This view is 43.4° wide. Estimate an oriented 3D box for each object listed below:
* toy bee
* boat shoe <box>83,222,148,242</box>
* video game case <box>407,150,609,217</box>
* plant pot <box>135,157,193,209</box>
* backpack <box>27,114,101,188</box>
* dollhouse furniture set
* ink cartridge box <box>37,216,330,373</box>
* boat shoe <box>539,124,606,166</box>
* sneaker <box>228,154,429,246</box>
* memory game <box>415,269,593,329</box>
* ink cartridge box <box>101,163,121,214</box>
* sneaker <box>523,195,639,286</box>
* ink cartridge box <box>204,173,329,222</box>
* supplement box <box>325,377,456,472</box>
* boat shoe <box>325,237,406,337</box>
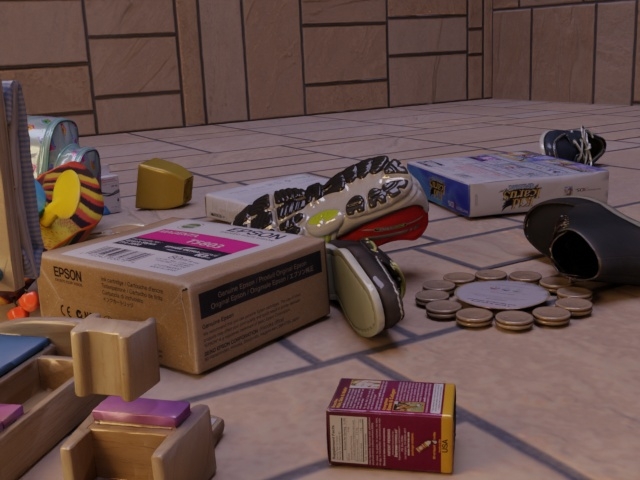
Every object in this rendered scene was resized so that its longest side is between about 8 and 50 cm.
[{"bbox_3d":[-0.341,0.014,0.883,0.298,0.162,0.195,-32,-8,-38],"label":"toy bee"},{"bbox_3d":[-0.282,0.019,1.011,0.170,0.062,0.059,-11,16,7],"label":"boat shoe"},{"bbox_3d":[0.310,-0.101,1.378,0.245,0.061,0.269,-7,15,-13],"label":"video game case"},{"bbox_3d":[-0.276,-0.098,1.444,0.083,0.081,0.081,11,16,10],"label":"plant pot"},{"bbox_3d":[-0.420,-0.100,1.241,0.145,0.188,0.166,-2,13,4],"label":"backpack"},{"bbox_3d":[-0.207,-0.001,0.563,0.287,0.303,0.198,1,15,14],"label":"dollhouse furniture set"},{"bbox_3d":[-0.139,0.044,0.817,0.235,0.088,0.193,7,18,37],"label":"ink cartridge box"},{"bbox_3d":[0.508,-0.179,1.609,0.079,0.095,0.255,-7,0,34],"label":"boat shoe"},{"bbox_3d":[0.000,0.000,0.972,0.279,0.118,0.107,-17,44,23],"label":"sneaker"},{"bbox_3d":[0.192,0.060,0.848,0.186,0.012,0.186,-2,14,0],"label":"memory game"},{"bbox_3d":[-0.379,-0.089,1.405,0.028,0.083,0.048,10,19,43],"label":"ink cartridge box"},{"bbox_3d":[0.284,-0.007,0.923,0.118,0.083,0.222,2,12,-27],"label":"sneaker"},{"bbox_3d":[-0.033,-0.060,1.305,0.223,0.045,0.224,-16,20,-42],"label":"ink cartridge box"},{"bbox_3d":[0.050,0.124,0.546,0.083,0.043,0.055,1,15,12],"label":"supplement box"},{"bbox_3d":[0.048,0.038,0.819,0.069,0.081,0.228,-10,12,-11],"label":"boat shoe"}]
